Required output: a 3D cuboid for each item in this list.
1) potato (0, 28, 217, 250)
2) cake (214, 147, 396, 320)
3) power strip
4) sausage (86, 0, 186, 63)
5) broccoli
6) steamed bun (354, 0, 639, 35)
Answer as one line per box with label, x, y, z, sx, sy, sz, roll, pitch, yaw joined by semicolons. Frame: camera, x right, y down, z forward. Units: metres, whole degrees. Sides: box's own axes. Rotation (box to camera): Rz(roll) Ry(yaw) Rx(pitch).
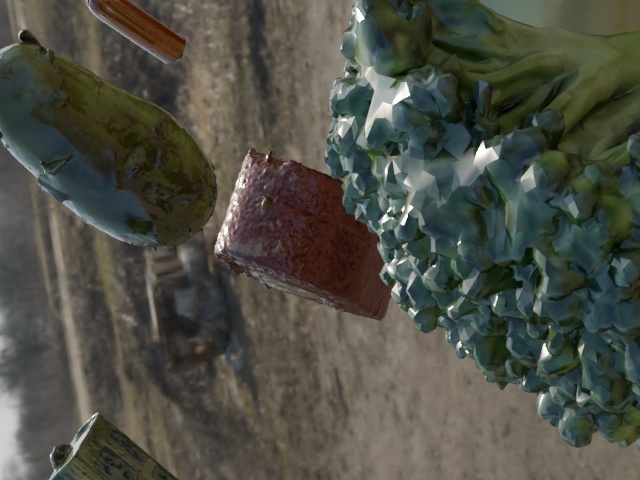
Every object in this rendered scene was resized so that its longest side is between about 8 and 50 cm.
potato;-0.180;-0.075;0.839;0.225;0.117;0.090;40;-169;-27
cake;0.000;0.000;1.231;0.283;0.176;0.151;44;-120;-68
power strip;-0.106;0.246;0.839;0.268;0.034;0.092;42;-166;-9
sausage;-0.172;-0.199;0.936;0.031;0.107;0.031;-26;50;35
broccoli;0.143;-0.009;0.582;0.334;0.272;0.324;47;-148;-47
steamed bun;0.147;-0.389;1.093;0.456;0.290;0.371;43;155;32
